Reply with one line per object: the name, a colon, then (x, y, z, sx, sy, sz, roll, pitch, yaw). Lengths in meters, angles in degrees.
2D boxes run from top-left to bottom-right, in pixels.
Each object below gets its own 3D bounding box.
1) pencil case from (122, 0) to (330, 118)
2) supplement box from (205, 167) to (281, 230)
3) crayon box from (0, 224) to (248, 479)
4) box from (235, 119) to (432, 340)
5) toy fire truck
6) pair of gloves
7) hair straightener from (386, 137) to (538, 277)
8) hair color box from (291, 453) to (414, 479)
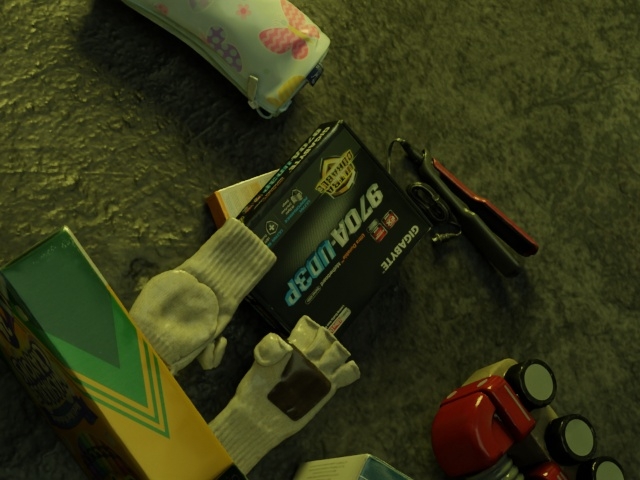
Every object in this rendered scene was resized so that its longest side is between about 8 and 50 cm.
pencil case: (-0.121, -0.261, 1.354, 0.273, 0.113, 0.124, 39, 84, -11)
supplement box: (-0.074, -0.039, 1.356, 0.098, 0.036, 0.062, -21, 87, -27)
crayon box: (-0.206, 0.159, 1.150, 0.083, 0.203, 0.323, -37, 93, -27)
box: (0.000, 0.000, 1.339, 0.175, 0.051, 0.220, 48, 70, -19)
toy fire truck: (0.190, 0.288, 1.341, 0.246, 0.158, 0.217, -38, 94, -38)
pair of gloves: (-0.092, 0.121, 1.251, 0.204, 0.042, 0.240, -40, 107, -12)
hair straightener: (0.164, -0.035, 1.456, 0.230, 0.047, 0.089, 44, 63, -7)
hair color box: (-0.019, 0.395, 1.187, 0.105, 0.174, 0.347, 34, 66, -14)
